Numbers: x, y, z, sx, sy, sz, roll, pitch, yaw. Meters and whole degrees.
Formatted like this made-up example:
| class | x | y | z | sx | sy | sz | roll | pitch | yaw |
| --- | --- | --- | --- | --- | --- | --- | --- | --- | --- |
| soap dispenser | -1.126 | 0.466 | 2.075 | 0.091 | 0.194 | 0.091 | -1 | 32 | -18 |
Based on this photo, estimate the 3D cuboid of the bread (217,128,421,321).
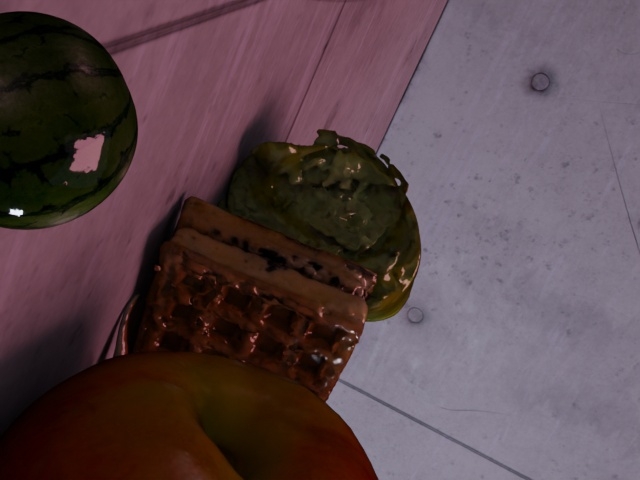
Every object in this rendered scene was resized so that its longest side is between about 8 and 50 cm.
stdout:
| class | x | y | z | sx | sy | sz | roll | pitch | yaw |
| --- | --- | --- | --- | --- | --- | --- | --- | --- | --- |
| bread | 0.000 | 0.000 | 1.280 | 0.376 | 0.251 | 0.208 | 70 | 31 | -80 |

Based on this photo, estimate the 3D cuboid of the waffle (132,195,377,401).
| class | x | y | z | sx | sy | sz | roll | pitch | yaw |
| --- | --- | --- | --- | --- | --- | --- | --- | --- | --- |
| waffle | -0.088 | 0.122 | 1.077 | 0.091 | 0.213 | 0.308 | -70 | -177 | -48 |

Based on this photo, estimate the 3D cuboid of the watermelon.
| class | x | y | z | sx | sy | sz | roll | pitch | yaw |
| --- | --- | --- | --- | --- | --- | --- | --- | --- | --- |
| watermelon | -0.135 | -0.052 | 0.458 | 0.109 | 0.109 | 0.109 | -62 | 175 | -10 |

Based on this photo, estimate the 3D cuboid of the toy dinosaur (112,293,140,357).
| class | x | y | z | sx | sy | sz | roll | pitch | yaw |
| --- | --- | --- | --- | --- | --- | --- | --- | --- | --- |
| toy dinosaur | -0.213 | 0.171 | 1.024 | 0.212 | 0.057 | 0.142 | -62 | 179 | -25 |

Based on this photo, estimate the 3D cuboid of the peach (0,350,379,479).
| class | x | y | z | sx | sy | sz | roll | pitch | yaw |
| --- | --- | --- | --- | --- | --- | --- | --- | --- | --- |
| peach | -0.125 | 0.288 | 0.823 | 0.388 | 0.388 | 0.388 | -62 | 175 | -10 |
